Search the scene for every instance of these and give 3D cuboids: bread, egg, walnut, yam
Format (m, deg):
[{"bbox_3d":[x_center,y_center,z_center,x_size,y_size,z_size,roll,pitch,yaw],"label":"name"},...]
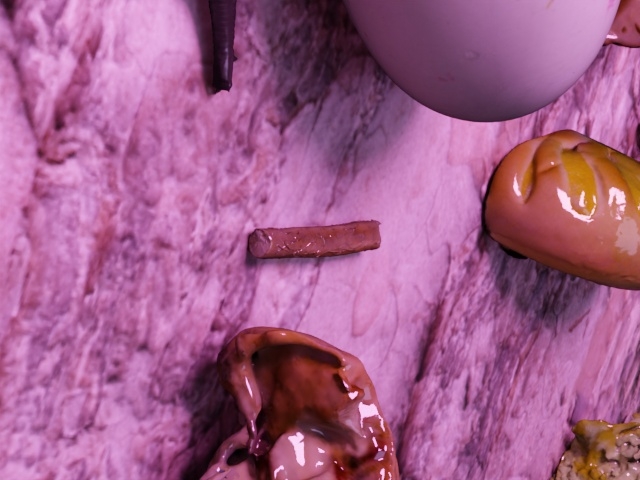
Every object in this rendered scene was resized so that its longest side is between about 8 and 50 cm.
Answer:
[{"bbox_3d":[0.315,-0.026,1.121,0.260,0.156,0.158,12,99,-47],"label":"bread"},{"bbox_3d":[0.111,-0.263,0.770,0.230,0.230,0.371,-37,128,-29],"label":"egg"},{"bbox_3d":[0.449,0.388,1.364,0.376,0.251,0.208,49,54,-41],"label":"bread"},{"bbox_3d":[-0.019,0.203,0.858,0.238,0.204,0.141,-62,159,2],"label":"walnut"},{"bbox_3d":[0.000,0.000,0.909,0.145,0.032,0.032,-4,108,-43],"label":"yam"}]

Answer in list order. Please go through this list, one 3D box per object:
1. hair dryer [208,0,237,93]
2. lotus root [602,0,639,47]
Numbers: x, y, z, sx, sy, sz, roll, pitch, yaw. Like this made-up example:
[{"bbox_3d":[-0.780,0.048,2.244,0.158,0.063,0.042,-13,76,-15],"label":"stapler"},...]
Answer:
[{"bbox_3d":[-0.108,-0.242,0.675,0.303,0.120,0.360,-25,131,-27],"label":"hair dryer"},{"bbox_3d":[0.313,-0.314,1.029,0.188,0.199,0.180,-47,-178,30],"label":"lotus root"}]
